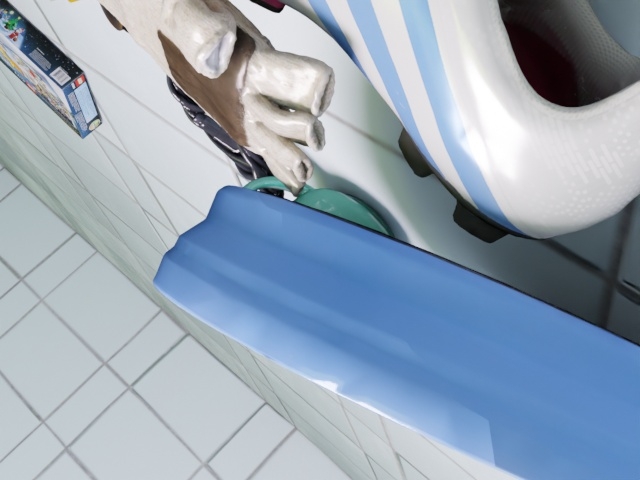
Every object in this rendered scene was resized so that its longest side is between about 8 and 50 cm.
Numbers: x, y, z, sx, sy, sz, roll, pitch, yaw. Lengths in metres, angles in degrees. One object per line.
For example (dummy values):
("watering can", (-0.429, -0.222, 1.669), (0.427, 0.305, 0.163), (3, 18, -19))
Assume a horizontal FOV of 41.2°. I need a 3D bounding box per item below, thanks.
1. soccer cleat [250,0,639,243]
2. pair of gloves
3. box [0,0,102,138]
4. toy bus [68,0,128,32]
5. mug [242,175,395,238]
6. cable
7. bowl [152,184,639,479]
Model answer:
("soccer cleat", (0.033, -0.146, 0.389), (0.331, 0.116, 0.143), (44, 144, 6))
("pair of gloves", (-0.072, -0.127, 0.362), (0.204, 0.042, 0.240), (41, 165, 13))
("box", (-0.441, -0.277, 1.307), (0.233, 0.044, 0.159), (43, 163, 10))
("toy bus", (-0.173, -0.228, 0.660), (0.202, 0.104, 0.191), (41, 163, 18))
("mug", (0.007, 0.005, 0.794), (0.129, 0.097, 0.157), (27, 155, 49))
("cable", (-0.094, -0.110, 0.852), (0.150, 0.047, 0.184), (34, 161, 36))
("bowl", (0.090, 0.071, 0.536), (0.391, 0.077, 0.391), (24, 177, 1))
